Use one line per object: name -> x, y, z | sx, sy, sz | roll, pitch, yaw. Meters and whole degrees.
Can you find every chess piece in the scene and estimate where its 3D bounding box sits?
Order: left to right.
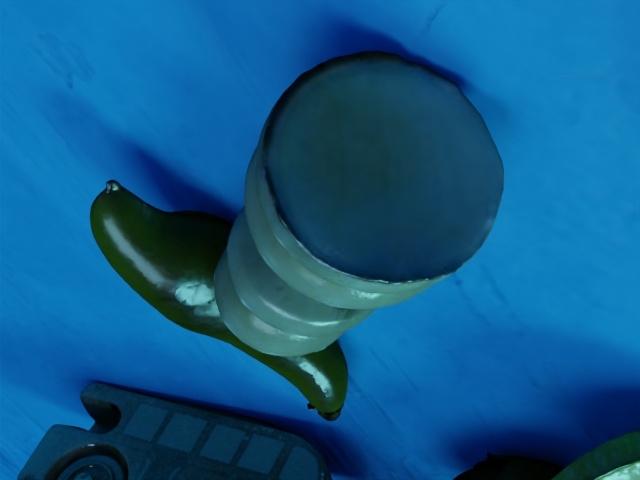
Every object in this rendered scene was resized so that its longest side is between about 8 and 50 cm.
chess piece -> 0.000, 0.000, 0.731 | 0.133, 0.133, 0.243 | 27, 155, -7

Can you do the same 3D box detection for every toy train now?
toy train -> -0.111, 0.237, 1.114 | 0.326, 0.159, 0.129 | 10, 143, 27

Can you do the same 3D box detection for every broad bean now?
broad bean -> -0.050, 0.056, 0.887 | 0.075, 0.067, 0.325 | -20, 134, 27

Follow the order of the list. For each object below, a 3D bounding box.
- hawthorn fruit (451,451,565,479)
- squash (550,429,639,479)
hawthorn fruit -> 0.138, 0.237, 0.974 | 0.172, 0.148, 0.148 | 14, 151, 45
squash -> 0.231, 0.220, 0.868 | 0.219, 0.041, 0.219 | -3, 120, -6
